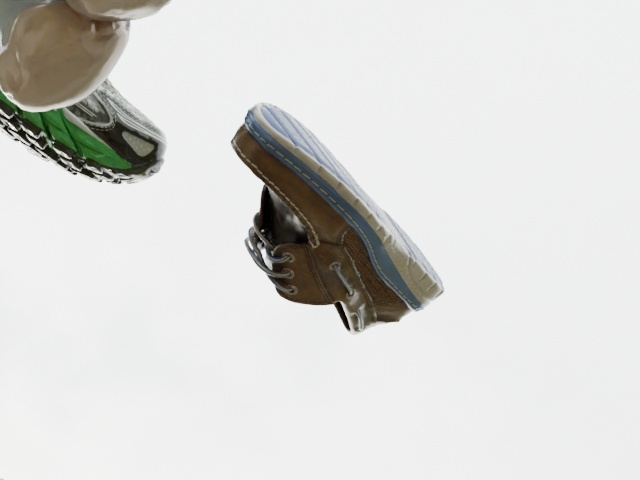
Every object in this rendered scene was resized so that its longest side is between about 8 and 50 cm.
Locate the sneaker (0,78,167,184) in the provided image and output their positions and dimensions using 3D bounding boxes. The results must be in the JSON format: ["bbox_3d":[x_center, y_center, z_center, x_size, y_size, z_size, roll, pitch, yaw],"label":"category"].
[{"bbox_3d":[-0.214,-0.181,1.232,0.146,0.134,0.343,-39,-91,-7],"label":"sneaker"}]

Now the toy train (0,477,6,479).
[{"bbox_3d":[-0.190,0.171,0.882,0.105,0.184,0.080,25,-62,-29],"label":"toy train"}]

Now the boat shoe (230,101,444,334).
[{"bbox_3d":[0.000,0.000,0.935,0.066,0.066,0.183,-39,-43,5],"label":"boat shoe"}]

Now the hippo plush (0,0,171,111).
[{"bbox_3d":[-0.181,-0.242,1.032,0.237,0.294,0.234,30,-19,-22],"label":"hippo plush"}]
